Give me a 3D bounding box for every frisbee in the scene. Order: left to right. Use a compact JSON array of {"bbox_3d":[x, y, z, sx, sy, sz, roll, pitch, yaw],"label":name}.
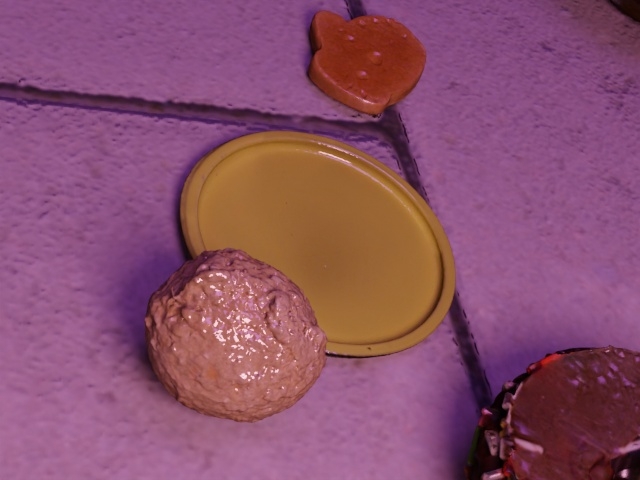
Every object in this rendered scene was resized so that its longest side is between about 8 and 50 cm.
[{"bbox_3d":[0.000,0.000,0.995,0.236,0.017,0.236,14,46,-15],"label":"frisbee"}]

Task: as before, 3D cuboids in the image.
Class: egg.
[{"bbox_3d":[-0.058,0.064,0.836,0.140,0.118,0.116,33,33,-46],"label":"egg"}]

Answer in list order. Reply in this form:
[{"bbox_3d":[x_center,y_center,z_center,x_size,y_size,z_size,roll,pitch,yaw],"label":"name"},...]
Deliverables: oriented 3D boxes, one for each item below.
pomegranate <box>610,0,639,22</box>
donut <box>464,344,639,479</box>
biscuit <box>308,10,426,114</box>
[{"bbox_3d":[0.410,-0.388,1.378,0.290,0.291,0.323,-1,43,-27],"label":"pomegranate"},{"bbox_3d":[0.221,0.195,0.869,0.269,0.103,0.270,12,46,-13],"label":"donut"},{"bbox_3d":[0.038,-0.174,1.167,0.118,0.023,0.140,41,46,13],"label":"biscuit"}]
